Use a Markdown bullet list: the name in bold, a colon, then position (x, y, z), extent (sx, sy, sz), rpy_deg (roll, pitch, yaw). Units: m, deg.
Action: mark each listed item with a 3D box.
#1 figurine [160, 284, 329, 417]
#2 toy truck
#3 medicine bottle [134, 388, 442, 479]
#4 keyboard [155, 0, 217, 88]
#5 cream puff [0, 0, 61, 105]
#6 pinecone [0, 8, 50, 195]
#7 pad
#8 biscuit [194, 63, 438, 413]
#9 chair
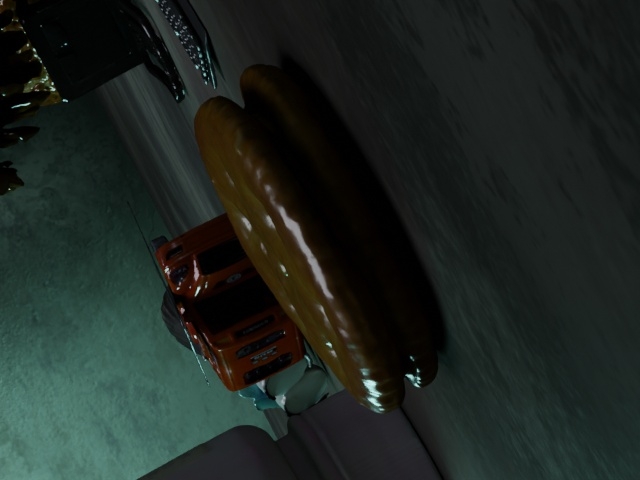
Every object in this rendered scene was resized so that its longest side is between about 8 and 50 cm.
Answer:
- **figurine**: position (-0.074, 0.104, 2.060), extent (0.138, 0.110, 0.245), rpy_deg (44, 179, -37)
- **toy truck**: position (-0.074, 0.052, 1.794), extent (0.252, 0.107, 0.114), rpy_deg (83, 161, -73)
- **medicine bottle**: position (-0.082, 0.273, 1.555), extent (0.213, 0.379, 0.213), rpy_deg (60, 174, 11)
- **keyboard**: position (-0.129, -0.206, 1.550), extent (0.196, 0.015, 0.074), rpy_deg (58, 172, 28)
- **cream puff**: position (-0.386, -0.293, 2.364), extent (0.303, 0.212, 0.303), rpy_deg (56, 173, 10)
- **pinecone**: position (-0.385, -0.142, 1.978), extent (0.264, 0.264, 0.264), rpy_deg (61, 174, 11)
- **pad**: position (-0.136, 0.049, 1.782), extent (0.112, 0.003, 0.157), rpy_deg (72, 172, -51)
- **biscuit**: position (0.000, 0.000, 1.174), extent (0.220, 0.066, 0.220), rpy_deg (57, 172, 13)
- **chair**: position (-0.220, -0.193, 1.946), extent (0.106, 0.113, 0.229), rpy_deg (64, 177, -31)
